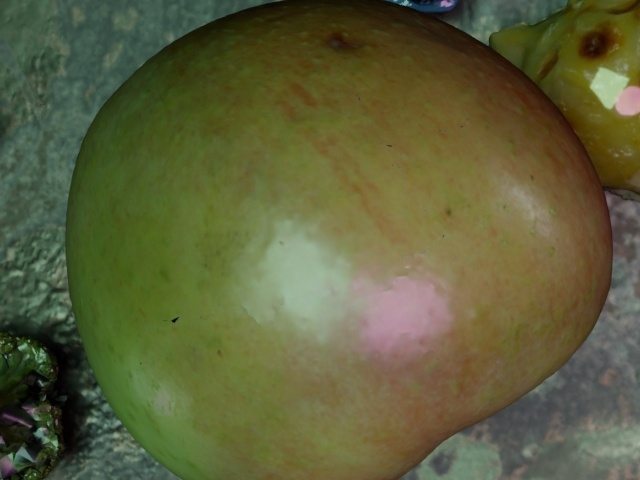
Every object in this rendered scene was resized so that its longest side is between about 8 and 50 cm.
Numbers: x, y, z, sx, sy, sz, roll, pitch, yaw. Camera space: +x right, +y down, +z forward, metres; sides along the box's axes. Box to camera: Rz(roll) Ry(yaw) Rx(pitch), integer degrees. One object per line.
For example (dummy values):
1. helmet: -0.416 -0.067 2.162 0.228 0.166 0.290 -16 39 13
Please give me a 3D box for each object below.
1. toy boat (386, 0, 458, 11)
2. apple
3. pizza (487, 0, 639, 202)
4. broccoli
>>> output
1. toy boat: 0.071 -0.262 0.932 0.100 0.097 0.223 9 95 13
2. apple: 0.000 0.000 0.853 0.319 0.319 0.277 -36 85 14
3. pizza: 0.211 -0.081 0.907 0.188 0.080 0.204 -17 88 16
4. broccoli: -0.248 0.128 1.025 0.131 0.120 0.130 6 86 -9
